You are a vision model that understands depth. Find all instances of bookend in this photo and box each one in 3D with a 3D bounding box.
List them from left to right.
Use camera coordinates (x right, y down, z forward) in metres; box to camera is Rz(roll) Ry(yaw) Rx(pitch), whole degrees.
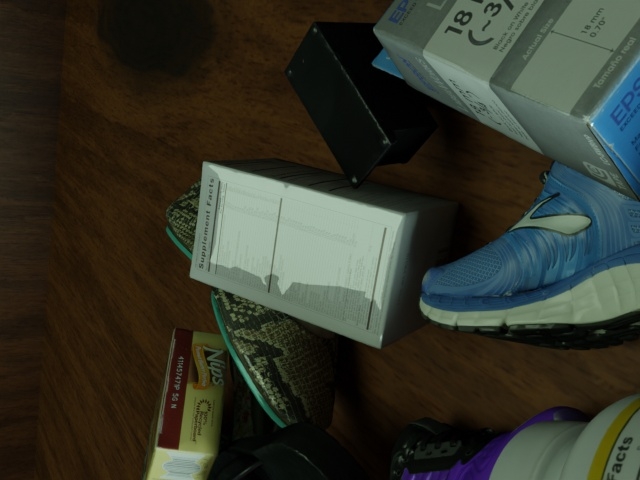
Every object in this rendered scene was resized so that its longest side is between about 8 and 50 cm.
[{"bbox_3d":[0.071,-0.145,0.761,0.156,0.157,0.072,60,139,20],"label":"bookend"}]

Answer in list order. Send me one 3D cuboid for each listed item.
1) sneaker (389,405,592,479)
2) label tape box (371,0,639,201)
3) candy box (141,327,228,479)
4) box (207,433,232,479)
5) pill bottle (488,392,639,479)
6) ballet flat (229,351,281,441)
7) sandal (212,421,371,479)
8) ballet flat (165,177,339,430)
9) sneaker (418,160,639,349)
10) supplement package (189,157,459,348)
[{"bbox_3d":[0.130,0.220,0.689,0.293,0.102,0.146,-62,41,37],"label":"sneaker"},{"bbox_3d":[0.166,-0.209,0.545,0.240,0.106,0.334,-53,41,5],"label":"label tape box"},{"bbox_3d":[-0.210,0.292,1.095,0.316,0.088,0.183,115,162,-48],"label":"candy box"},{"bbox_3d":[-0.192,0.502,1.151,0.322,0.059,0.232,-94,27,-44],"label":"box"},{"bbox_3d":[0.258,0.179,0.404,0.334,0.188,0.187,-17,75,57],"label":"pill bottle"},{"bbox_3d":[-0.086,0.230,1.073,0.077,0.091,0.240,4,98,29],"label":"ballet flat"},{"bbox_3d":[-0.074,0.327,0.905,0.167,0.107,0.445,46,150,7],"label":"sandal"},{"bbox_3d":[-0.080,0.035,1.001,0.182,0.164,0.483,-50,42,11],"label":"ballet flat"},{"bbox_3d":[0.208,0.002,0.570,0.330,0.130,0.147,-21,61,50],"label":"sneaker"},{"bbox_3d":[0.000,0.000,0.782,0.244,0.134,0.139,18,106,29],"label":"supplement package"}]
